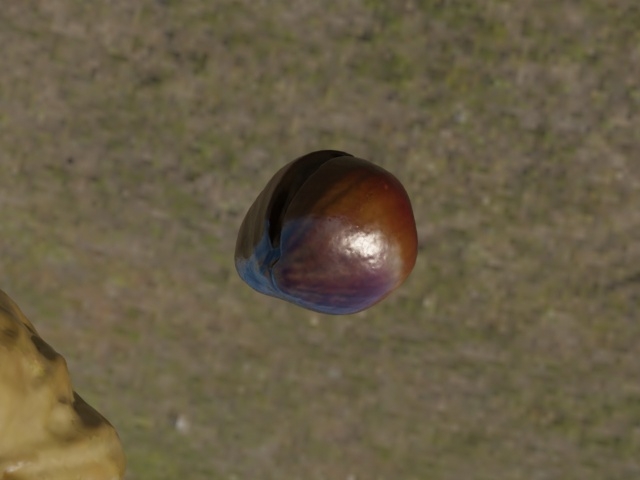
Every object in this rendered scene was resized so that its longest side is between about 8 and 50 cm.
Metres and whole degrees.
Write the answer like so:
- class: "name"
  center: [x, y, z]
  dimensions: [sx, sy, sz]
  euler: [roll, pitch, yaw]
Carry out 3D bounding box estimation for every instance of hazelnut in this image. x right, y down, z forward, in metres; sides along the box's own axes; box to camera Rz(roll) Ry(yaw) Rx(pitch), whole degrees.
- class: "hazelnut"
  center: [0.000, 0.000, 1.967]
  dimensions: [0.204, 0.178, 0.178]
  euler: [6, 163, 45]

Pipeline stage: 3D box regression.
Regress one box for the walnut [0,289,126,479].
- class: "walnut"
  center: [-0.228, 0.118, 1.002]
  dimensions: [0.257, 0.224, 0.257]
  euler: [-6, 178, 0]
